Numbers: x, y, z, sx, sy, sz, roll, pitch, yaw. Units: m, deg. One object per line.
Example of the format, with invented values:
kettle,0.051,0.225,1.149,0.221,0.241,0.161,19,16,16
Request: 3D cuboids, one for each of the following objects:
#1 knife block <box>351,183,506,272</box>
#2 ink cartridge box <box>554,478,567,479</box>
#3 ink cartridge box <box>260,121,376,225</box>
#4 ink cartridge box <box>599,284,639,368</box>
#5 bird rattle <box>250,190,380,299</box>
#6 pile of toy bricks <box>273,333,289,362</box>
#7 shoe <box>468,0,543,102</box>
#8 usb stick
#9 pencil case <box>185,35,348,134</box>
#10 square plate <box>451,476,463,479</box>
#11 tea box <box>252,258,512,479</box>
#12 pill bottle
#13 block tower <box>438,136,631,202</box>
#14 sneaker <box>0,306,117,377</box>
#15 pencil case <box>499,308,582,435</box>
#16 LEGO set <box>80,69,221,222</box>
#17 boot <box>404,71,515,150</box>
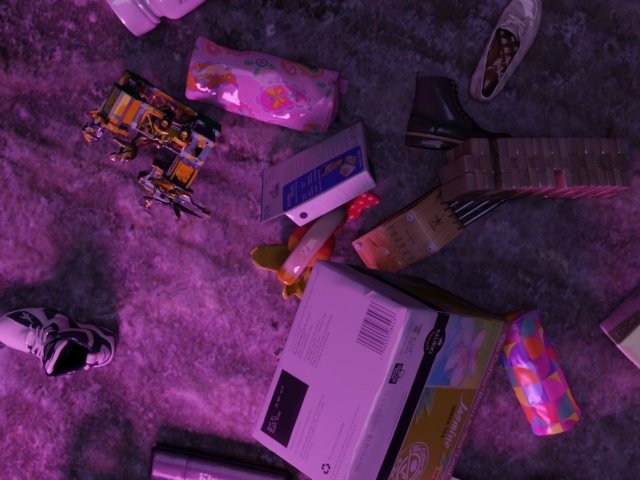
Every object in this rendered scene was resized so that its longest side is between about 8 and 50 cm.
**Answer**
knife block,0.218,-0.050,1.930,0.088,0.242,0.275,57,142,-2
ink cartridge box,0.401,0.560,1.923,0.158,0.092,0.218,-15,92,3
ink cartridge box,-0.006,-0.109,1.868,0.208,0.206,0.045,-25,118,13
ink cartridge box,0.660,0.078,1.833,0.119,0.207,0.353,44,98,0
bird rattle,0.000,0.000,1.886,0.253,0.207,0.143,-43,93,12
pile of toy bricks,0.028,0.175,1.963,0.212,0.118,0.105,-50,129,-2
shoe,0.332,-0.342,1.888,0.076,0.058,0.219,26,98,1
usb stick,-0.191,0.448,2.028,0.278,0.045,0.077,11,96,3
pencil case,-0.098,-0.276,1.906,0.284,0.124,0.124,14,97,2
square plate,0.229,0.607,2.010,0.344,0.049,0.347,18,98,2
tea box,0.109,0.235,1.816,0.220,0.323,0.329,26,101,39
pill bottle,-0.242,-0.491,1.869,0.283,0.160,0.160,-32,93,8
block tower,0.372,-0.121,1.815,0.335,0.097,0.091,-2,80,-23
sneaker,-0.506,0.190,1.971,0.235,0.153,0.094,18,96,2
pencil case,0.389,0.239,1.934,0.104,0.104,0.236,-24,96,7
LEGO set,-0.305,-0.152,1.854,0.255,0.331,0.192,28,100,-19
boot,0.255,-0.227,1.904,0.198,0.077,0.137,6,92,3
